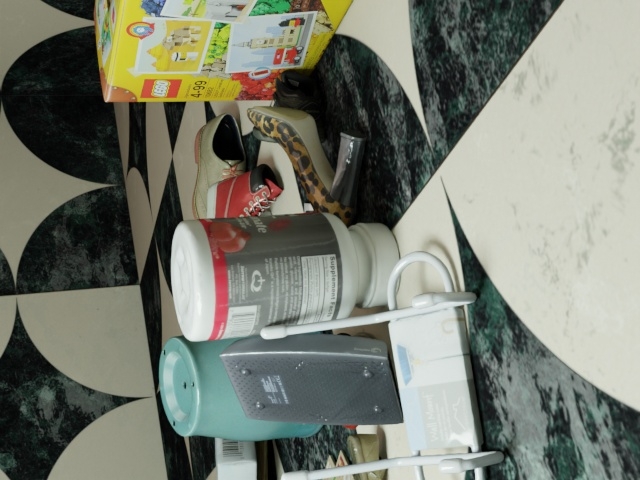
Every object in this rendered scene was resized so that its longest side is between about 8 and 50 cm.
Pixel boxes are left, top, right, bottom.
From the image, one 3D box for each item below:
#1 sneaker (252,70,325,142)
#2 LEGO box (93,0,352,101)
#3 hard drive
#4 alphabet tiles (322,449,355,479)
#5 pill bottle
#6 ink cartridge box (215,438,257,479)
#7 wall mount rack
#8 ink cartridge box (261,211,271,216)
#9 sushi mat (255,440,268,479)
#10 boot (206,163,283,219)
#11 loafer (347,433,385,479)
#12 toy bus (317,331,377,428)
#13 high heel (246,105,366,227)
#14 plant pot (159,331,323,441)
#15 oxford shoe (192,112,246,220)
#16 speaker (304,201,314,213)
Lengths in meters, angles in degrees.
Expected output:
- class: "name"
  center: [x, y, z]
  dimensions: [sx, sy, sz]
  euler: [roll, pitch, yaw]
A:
- class: "sneaker"
  center: [-0.060, -0.242, 1.576]
  dimensions: [0.227, 0.087, 0.130]
  euler: [-169, 77, -65]
- class: "LEGO box"
  center: [-0.154, -0.432, 1.383]
  dimensions: [0.500, 0.372, 0.193]
  euler: [129, 132, -62]
- class: "hard drive"
  center: [-0.009, 0.208, 1.281]
  dimensions: [0.054, 0.254, 0.172]
  euler: [-74, -25, -46]
- class: "alphabet tiles"
  center: [0.025, 0.507, 1.519]
  dimensions: [0.198, 0.009, 0.237]
  euler: [-122, 44, -63]
- class: "pill bottle"
  center: [-0.050, 0.048, 1.269]
  dimensions: [0.176, 0.318, 0.176]
  euler: [176, 90, -69]
- class: "ink cartridge box"
  center: [-0.203, 0.569, 1.976]
  dimensions: [0.308, 0.091, 0.385]
  euler: [-110, 22, -64]
- class: "wall mount rack"
  center: [0.079, 0.196, 1.120]
  dimensions: [0.304, 0.130, 0.350]
  euler: [-18, 75, 42]
- class: "ink cartridge box"
  center: [-0.129, 0.013, 1.847]
  dimensions: [0.088, 0.052, 0.122]
  euler: [120, 142, -56]
- class: "sushi mat"
  center: [-0.146, 0.414, 2.007]
  dimensions: [0.151, 0.019, 0.317]
  euler: [-148, 57, -66]
- class: "boot"
  center: [-0.152, -0.035, 1.767]
  dimensions: [0.176, 0.088, 0.244]
  euler: [-19, 62, 32]
- class: "loafer"
  center: [0.081, 0.371, 1.365]
  dimensions: [0.056, 0.050, 0.148]
  euler: [-128, 24, -61]
- class: "toy bus"
  center: [0.004, 0.212, 1.449]
  dimensions: [0.104, 0.202, 0.191]
  euler: [-67, -24, -65]
- class: "high heel"
  center: [-0.043, -0.119, 1.438]
  dimensions: [0.261, 0.093, 0.186]
  euler: [25, 116, 35]
- class: "plant pot"
  center: [-0.155, 0.259, 1.607]
  dimensions: [0.271, 0.255, 0.272]
  euler: [12, 104, 56]
- class: "oxford shoe"
  center: [-0.230, -0.131, 1.996]
  dimensions: [0.130, 0.123, 0.348]
  euler: [-33, 63, 60]
- class: "speaker"
  center: [0.000, 0.000, 1.502]
  dimensions: [0.055, 0.055, 0.136]
  euler: [-166, 73, -68]
